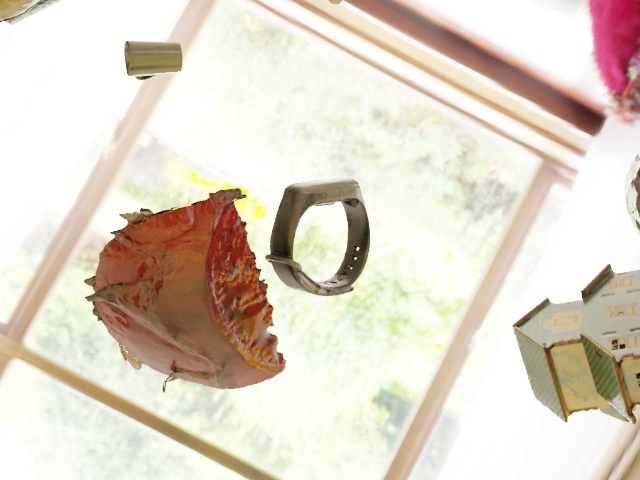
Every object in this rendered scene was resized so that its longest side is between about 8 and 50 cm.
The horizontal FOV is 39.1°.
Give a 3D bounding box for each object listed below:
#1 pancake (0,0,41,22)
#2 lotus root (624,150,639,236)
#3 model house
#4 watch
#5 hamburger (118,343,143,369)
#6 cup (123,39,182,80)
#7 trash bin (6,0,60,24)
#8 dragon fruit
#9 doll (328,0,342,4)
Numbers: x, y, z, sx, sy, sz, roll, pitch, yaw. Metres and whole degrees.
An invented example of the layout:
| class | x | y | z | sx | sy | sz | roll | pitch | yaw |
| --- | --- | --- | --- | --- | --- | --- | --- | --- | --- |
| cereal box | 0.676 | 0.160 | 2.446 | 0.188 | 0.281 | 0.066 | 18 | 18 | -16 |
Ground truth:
| class | x | y | z | sx | sy | sz | roll | pitch | yaw |
| --- | --- | --- | --- | --- | --- | --- | --- | --- | --- |
| pancake | -0.371 | -0.413 | 1.059 | 0.382 | 0.382 | 0.071 | 24 | 173 | 31 |
| lotus root | 0.484 | -0.097 | 1.159 | 0.149 | 0.267 | 0.260 | 25 | 152 | 2 |
| model house | 0.388 | 0.168 | 1.275 | 0.207 | 0.271 | 0.178 | -11 | 116 | 21 |
| watch | 0.000 | 0.000 | 1.432 | 0.068 | 0.192 | 0.206 | 11 | -165 | 40 |
| hamburger | -0.312 | 0.156 | 1.624 | 0.115 | 0.161 | 0.162 | -15 | 180 | -10 |
| cup | -0.260 | -0.274 | 1.397 | 0.083 | 0.074 | 0.054 | -6 | -143 | -20 |
| trash bin | -0.448 | -0.416 | 1.369 | 0.175 | 0.161 | 0.175 | 50 | 174 | 7 |
| dragon fruit | -0.209 | 0.109 | 1.346 | 0.100 | 0.282 | 0.343 | -84 | -20 | -62 |
| doll | 0.014 | -0.488 | 1.351 | 0.085 | 0.217 | 0.183 | -3 | -135 | -16 |
